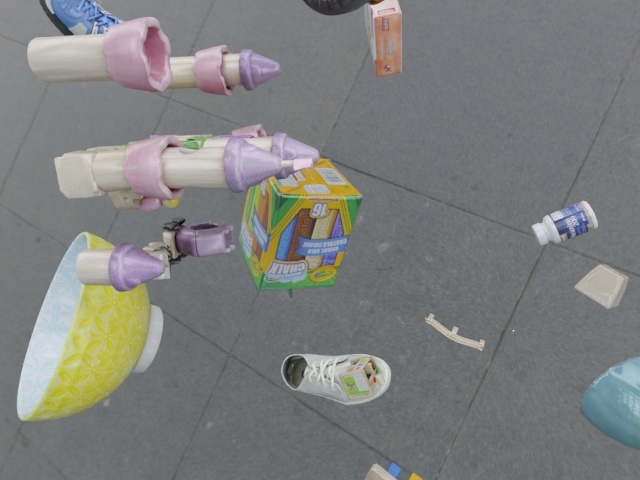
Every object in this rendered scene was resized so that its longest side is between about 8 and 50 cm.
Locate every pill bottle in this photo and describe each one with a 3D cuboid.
[{"bbox_3d":[0.537,-0.034,1.036,0.120,0.067,0.067,-25,72,18],"label":"pill bottle"}]

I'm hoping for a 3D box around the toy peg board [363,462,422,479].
[{"bbox_3d":[0.141,0.440,0.759,0.160,0.079,0.161,32,125,22],"label":"toy peg board"}]

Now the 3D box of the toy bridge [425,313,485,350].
[{"bbox_3d":[0.404,0.281,1.420,0.188,0.063,0.026,26,107,17],"label":"toy bridge"}]

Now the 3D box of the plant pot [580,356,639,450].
[{"bbox_3d":[1.006,0.539,1.457,0.290,0.290,0.195,-41,32,10],"label":"plant pot"}]

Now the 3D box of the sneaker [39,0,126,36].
[{"bbox_3d":[-0.345,-0.339,0.747,0.081,0.211,0.080,-8,66,23],"label":"sneaker"}]

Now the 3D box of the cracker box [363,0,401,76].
[{"bbox_3d":[0.147,-0.535,1.139,0.067,0.156,0.232,-9,53,4],"label":"cracker box"}]

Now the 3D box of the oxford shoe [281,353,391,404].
[{"bbox_3d":[0.034,0.464,1.609,0.449,0.130,0.169,-9,59,39],"label":"oxford shoe"}]

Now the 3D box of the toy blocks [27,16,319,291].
[{"bbox_3d":[-0.123,-0.088,0.576,0.260,0.288,0.309,0,107,7],"label":"toy blocks"}]

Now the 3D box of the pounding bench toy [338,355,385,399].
[{"bbox_3d":[0.089,0.246,0.853,0.083,0.065,0.052,-18,97,31],"label":"pounding bench toy"}]

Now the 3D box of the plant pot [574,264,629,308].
[{"bbox_3d":[0.847,0.130,1.393,0.109,0.109,0.096,41,114,37],"label":"plant pot"}]

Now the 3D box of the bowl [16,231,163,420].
[{"bbox_3d":[-0.353,0.146,0.758,0.289,0.156,0.290,-29,50,41],"label":"bowl"}]

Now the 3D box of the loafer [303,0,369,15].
[{"bbox_3d":[0.012,-0.433,0.493,0.133,0.130,0.366,6,112,34],"label":"loafer"}]

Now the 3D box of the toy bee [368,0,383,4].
[{"bbox_3d":[0.158,-0.474,0.636,0.162,0.195,0.298,36,113,59],"label":"toy bee"}]

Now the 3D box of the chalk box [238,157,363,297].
[{"bbox_3d":[-0.061,-0.013,0.986,0.180,0.179,0.289,56,138,48],"label":"chalk box"}]
